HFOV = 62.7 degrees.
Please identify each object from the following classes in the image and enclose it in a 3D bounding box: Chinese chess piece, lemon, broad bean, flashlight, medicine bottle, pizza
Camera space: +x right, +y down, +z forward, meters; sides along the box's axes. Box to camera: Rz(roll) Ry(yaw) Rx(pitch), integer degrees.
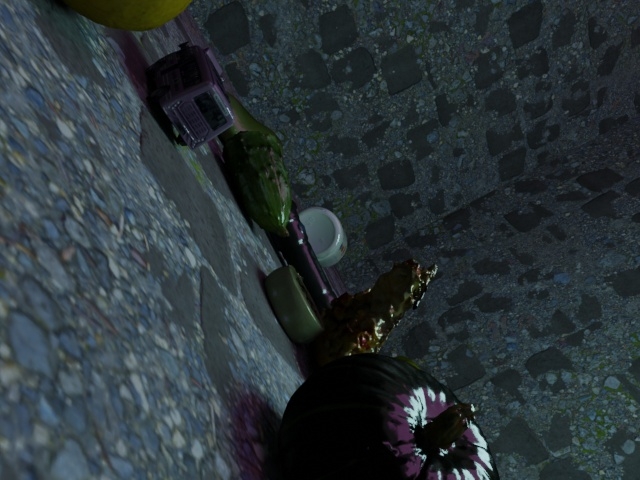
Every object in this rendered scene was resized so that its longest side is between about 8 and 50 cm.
[{"bbox_3d":[-0.044,0.113,0.933,0.144,0.059,0.144,61,2,-4],"label":"Chinese chess piece"},{"bbox_3d":[-0.225,-0.335,0.593,0.188,0.188,0.256,61,5,-19],"label":"lemon"},{"bbox_3d":[-0.208,-0.277,1.356,0.263,0.121,0.189,42,20,-37],"label":"broad bean"},{"bbox_3d":[-0.056,0.022,1.257,0.423,0.103,0.103,63,3,4],"label":"flashlight"},{"bbox_3d":[0.000,0.000,1.683,0.170,0.170,0.293,63,4,13],"label":"medicine bottle"},{"bbox_3d":[0.075,0.151,0.932,0.074,0.288,0.251,45,28,-14],"label":"pizza"}]

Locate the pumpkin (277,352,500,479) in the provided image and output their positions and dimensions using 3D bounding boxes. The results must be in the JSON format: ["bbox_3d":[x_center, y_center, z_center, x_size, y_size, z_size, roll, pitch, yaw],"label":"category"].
[{"bbox_3d":[0.076,0.229,0.541,0.250,0.216,0.249,29,29,-18],"label":"pumpkin"}]

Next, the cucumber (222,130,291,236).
[{"bbox_3d":[-0.119,-0.108,1.112,0.134,0.134,0.244,57,10,-65],"label":"cucumber"}]

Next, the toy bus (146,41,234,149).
[{"bbox_3d":[-0.204,-0.236,0.834,0.096,0.108,0.198,60,3,-41],"label":"toy bus"}]

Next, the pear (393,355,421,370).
[{"bbox_3d":[0.126,0.304,0.928,0.198,0.198,0.198,62,3,-5],"label":"pear"}]
